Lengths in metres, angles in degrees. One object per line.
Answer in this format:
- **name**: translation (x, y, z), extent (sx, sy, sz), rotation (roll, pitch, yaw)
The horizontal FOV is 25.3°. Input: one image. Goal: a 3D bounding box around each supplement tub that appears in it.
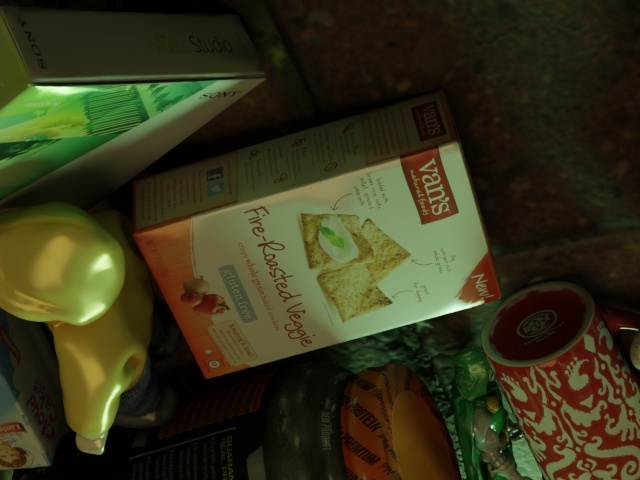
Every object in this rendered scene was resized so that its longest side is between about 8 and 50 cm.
- **supplement tub**: translation (-0.067, 0.222, 1.165), extent (0.338, 0.207, 0.207), rotation (-18, 129, 22)

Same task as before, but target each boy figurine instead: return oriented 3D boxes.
- **boy figurine**: translation (-0.161, 0.059, 1.007), extent (0.092, 0.177, 0.285), rotation (-1, 160, 7)

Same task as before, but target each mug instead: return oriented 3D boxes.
- **mug**: translation (0.209, 0.109, 1.126), extent (0.113, 0.150, 0.169), rotation (12, 143, 48)

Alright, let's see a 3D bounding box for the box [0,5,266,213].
- **box**: translation (-0.218, -0.043, 0.930), extent (0.322, 0.232, 0.058), rotation (-34, 79, 31)

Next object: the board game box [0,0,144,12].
- **board game box**: translation (-0.178, -0.169, 0.862), extent (0.165, 0.042, 0.243), rotation (2, 145, -44)

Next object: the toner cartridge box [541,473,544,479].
- **toner cartridge box**: translation (0.380, 0.213, 1.210), extent (0.348, 0.075, 0.165), rotation (-22, 129, 24)

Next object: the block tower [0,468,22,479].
- **block tower**: translation (-0.237, 0.299, 1.334), extent (0.097, 0.091, 0.335), rotation (-24, 128, 26)

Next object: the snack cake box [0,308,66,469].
- **snack cake box**: translation (-0.355, 0.115, 1.164), extent (0.264, 0.089, 0.152), rotation (-6, 129, 12)

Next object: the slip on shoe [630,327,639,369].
- **slip on shoe**: translation (0.294, 0.093, 1.095), extent (0.135, 0.051, 0.041), rotation (20, 175, -38)

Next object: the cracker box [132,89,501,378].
- **cracker box**: translation (0.000, 0.000, 1.022), extent (0.232, 0.067, 0.156), rotation (-17, 131, 6)

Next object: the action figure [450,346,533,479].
- **action figure**: translation (0.143, 0.182, 1.183), extent (0.063, 0.137, 0.232), rotation (-11, 123, 8)
